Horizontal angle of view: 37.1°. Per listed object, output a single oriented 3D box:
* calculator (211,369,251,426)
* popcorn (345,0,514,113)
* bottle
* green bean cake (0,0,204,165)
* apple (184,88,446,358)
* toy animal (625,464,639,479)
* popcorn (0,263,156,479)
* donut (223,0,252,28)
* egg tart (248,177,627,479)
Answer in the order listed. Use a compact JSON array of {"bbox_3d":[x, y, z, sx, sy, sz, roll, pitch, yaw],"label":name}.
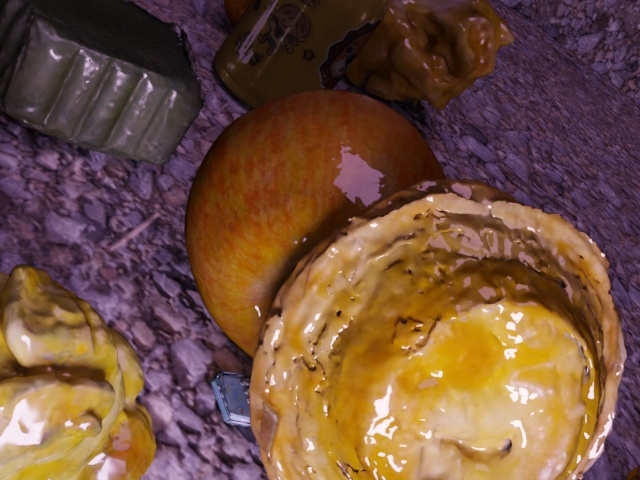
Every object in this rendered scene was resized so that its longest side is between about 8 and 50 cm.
[{"bbox_3d":[-0.025,0.153,0.885,0.172,0.018,0.057,17,35,-38],"label":"calculator"},{"bbox_3d":[0.170,-0.351,1.666,0.316,0.281,0.297,17,37,28],"label":"popcorn"},{"bbox_3d":[0.009,-0.336,1.309,0.171,0.351,0.171,28,30,-18],"label":"bottle"},{"bbox_3d":[-0.248,-0.198,1.039,0.223,0.125,0.227,15,34,-34],"label":"green bean cake"},{"bbox_3d":[0.000,0.000,0.890,0.264,0.264,0.264,29,28,-18],"label":"apple"},{"bbox_3d":[0.413,0.301,1.116,0.091,0.082,0.114,-4,49,-51],"label":"toy animal"},{"bbox_3d":[-0.196,0.112,0.608,0.173,0.168,0.195,33,-14,25],"label":"popcorn"},{"bbox_3d":[-0.038,-0.380,1.473,0.226,0.226,0.114,39,23,2],"label":"donut"},{"bbox_3d":[0.111,0.118,0.756,0.341,0.341,0.129,28,2,-19],"label":"egg tart"}]
